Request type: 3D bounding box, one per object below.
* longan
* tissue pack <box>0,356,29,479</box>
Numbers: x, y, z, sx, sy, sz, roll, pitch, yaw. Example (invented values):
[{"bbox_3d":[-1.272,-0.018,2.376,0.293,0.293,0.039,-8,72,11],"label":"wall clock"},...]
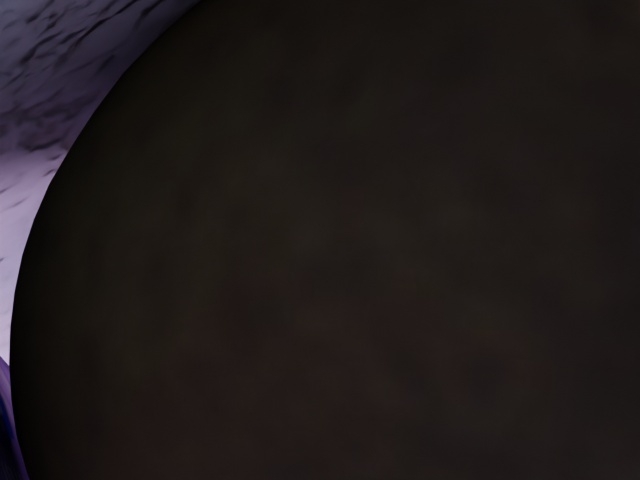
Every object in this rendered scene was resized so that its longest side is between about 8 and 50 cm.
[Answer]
[{"bbox_3d":[0.064,0.036,0.599,0.361,0.361,0.361,-31,167,-8],"label":"longan"},{"bbox_3d":[-0.231,0.119,0.599,0.242,0.160,0.338,-21,167,-7],"label":"tissue pack"}]
